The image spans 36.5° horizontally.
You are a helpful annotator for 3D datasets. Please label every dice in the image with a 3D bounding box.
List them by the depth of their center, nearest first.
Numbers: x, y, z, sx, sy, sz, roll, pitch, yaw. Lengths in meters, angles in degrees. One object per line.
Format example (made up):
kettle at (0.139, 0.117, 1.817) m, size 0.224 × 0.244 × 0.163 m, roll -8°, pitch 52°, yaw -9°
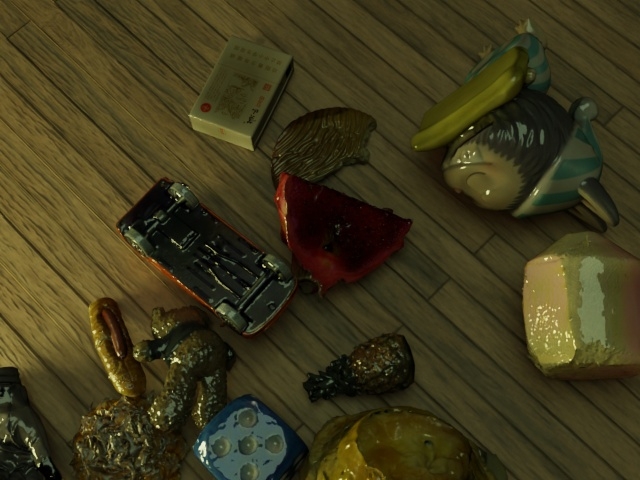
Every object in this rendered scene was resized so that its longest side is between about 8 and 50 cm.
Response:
dice at (-0.113, 0.347, 1.584) m, size 0.146 × 0.146 × 0.143 m, roll 39°, pitch 76°, yaw 16°

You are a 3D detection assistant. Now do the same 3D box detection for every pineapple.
pineapple at (-0.327, 0.349, 1.630) m, size 0.224 × 0.076 × 0.225 m, roll 0°, pitch 69°, yaw 1°
pineapple at (0.064, 0.226, 1.662) m, size 0.197 × 0.108 × 0.108 m, roll -19°, pitch 68°, yaw 8°

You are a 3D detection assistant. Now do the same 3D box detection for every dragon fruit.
dragon fruit at (0.000, 0.000, 1.731) m, size 0.262 × 0.134 × 0.212 m, roll 24°, pitch 82°, yaw -26°

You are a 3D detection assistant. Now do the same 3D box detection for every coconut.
coconut at (0.442, 0.103, 1.627) m, size 0.233 × 0.233 × 0.245 m, roll -1°, pitch 72°, yaw 1°

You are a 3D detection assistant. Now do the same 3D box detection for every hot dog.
hot dog at (-0.356, 0.179, 1.683) m, size 0.066 × 0.047 × 0.216 m, roll -8°, pitch 48°, yaw -25°

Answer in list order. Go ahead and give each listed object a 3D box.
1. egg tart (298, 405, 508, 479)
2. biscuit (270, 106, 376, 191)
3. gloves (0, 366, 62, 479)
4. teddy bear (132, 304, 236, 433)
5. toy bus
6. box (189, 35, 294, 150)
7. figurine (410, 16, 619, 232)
egg tart at (0.133, 0.362, 1.521) m, size 0.341 × 0.129 × 0.341 m, roll 5°, pitch 32°, yaw -3°
biscuit at (0.000, -0.167, 1.855) m, size 0.176 × 0.031 × 0.229 m, roll 22°, pitch 69°, yaw 12°
gloves at (-0.513, 0.336, 1.622) m, size 0.142 × 0.119 × 0.285 m, roll -15°, pitch 53°, yaw -4°
teddy bear at (-0.215, 0.202, 1.646) m, size 0.129 × 0.182 × 0.251 m, roll -47°, pitch 45°, yaw 28°
toy bus at (-0.194, 0.043, 1.710) m, size 0.329 × 0.153 × 0.143 m, roll 36°, pitch 72°, yaw 17°
box at (-0.152, -0.289, 1.896) m, size 0.141 × 0.058 × 0.201 m, roll 19°, pitch 69°, yaw 10°
figurine at (0.391, -0.160, 1.787) m, size 0.378 × 0.266 × 0.361 m, roll 50°, pitch 46°, yaw -13°
